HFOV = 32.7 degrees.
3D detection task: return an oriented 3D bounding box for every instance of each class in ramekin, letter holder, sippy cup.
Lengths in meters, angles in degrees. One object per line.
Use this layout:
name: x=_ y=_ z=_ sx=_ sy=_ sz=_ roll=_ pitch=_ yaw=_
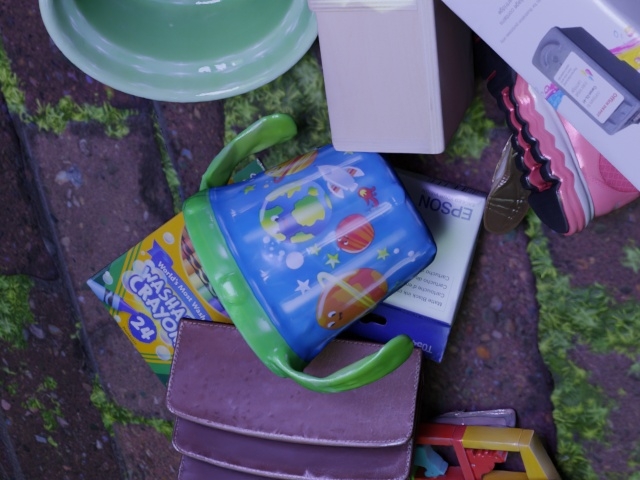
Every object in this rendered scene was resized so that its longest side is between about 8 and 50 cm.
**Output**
ramekin: x=-0.150 y=-0.305 z=1.200 sx=0.303 sy=0.148 sz=0.303 roll=-4 pitch=147 yaw=-3
letter holder: x=-0.034 y=0.233 z=1.354 sx=0.302 sy=0.214 sz=0.152 roll=7 pitch=161 yaw=9
sippy cup: x=0.000 y=0.000 z=1.217 sx=0.224 sy=0.240 sz=0.305 roll=-30 pitch=95 yaw=4

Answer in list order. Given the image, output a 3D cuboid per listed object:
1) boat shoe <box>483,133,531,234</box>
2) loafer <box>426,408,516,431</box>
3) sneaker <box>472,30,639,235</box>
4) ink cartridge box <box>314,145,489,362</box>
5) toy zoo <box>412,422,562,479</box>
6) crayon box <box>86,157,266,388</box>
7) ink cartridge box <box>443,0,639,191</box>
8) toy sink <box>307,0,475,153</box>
boat shoe: x=0.224 y=-0.071 z=1.257 sx=0.050 sy=0.045 sz=0.135 roll=19 pitch=117 yaw=0
loafer: x=0.199 y=0.239 z=1.434 sx=0.125 sy=0.039 sz=0.045 roll=-3 pitch=145 yaw=32
sneaker: x=0.259 y=-0.169 z=1.171 sx=0.136 sy=0.116 sz=0.313 roll=-19 pitch=92 yaw=-9
ink cartridge box: x=0.071 y=0.020 z=1.336 sx=0.223 sy=0.045 sz=0.224 roll=17 pitch=105 yaw=13
toy zoo: x=0.202 y=0.320 z=1.443 sx=0.293 sy=0.030 sz=0.192 roll=-2 pitch=126 yaw=29
crayon box: x=-0.151 y=0.056 z=1.499 sx=0.323 sy=0.083 sz=0.203 roll=-33 pitch=96 yaw=35
ink cartridge box: x=0.294 y=-0.214 z=1.028 sx=0.306 sy=0.226 sz=0.131 roll=43 pitch=142 yaw=3
toy sink: x=0.074 y=-0.227 z=1.127 sx=0.131 sy=0.153 sz=0.234 roll=4 pitch=122 yaw=20
